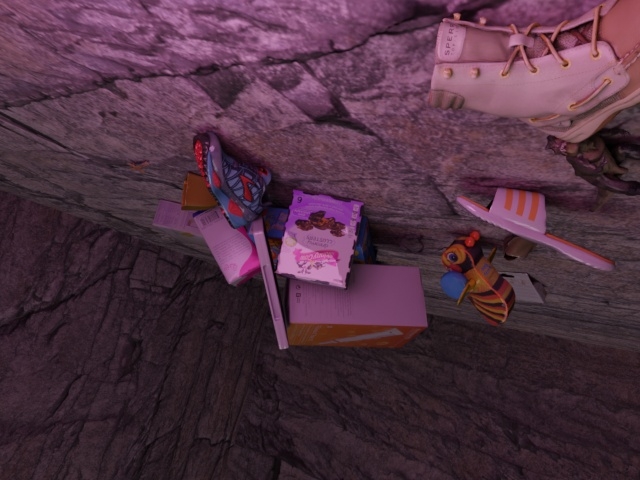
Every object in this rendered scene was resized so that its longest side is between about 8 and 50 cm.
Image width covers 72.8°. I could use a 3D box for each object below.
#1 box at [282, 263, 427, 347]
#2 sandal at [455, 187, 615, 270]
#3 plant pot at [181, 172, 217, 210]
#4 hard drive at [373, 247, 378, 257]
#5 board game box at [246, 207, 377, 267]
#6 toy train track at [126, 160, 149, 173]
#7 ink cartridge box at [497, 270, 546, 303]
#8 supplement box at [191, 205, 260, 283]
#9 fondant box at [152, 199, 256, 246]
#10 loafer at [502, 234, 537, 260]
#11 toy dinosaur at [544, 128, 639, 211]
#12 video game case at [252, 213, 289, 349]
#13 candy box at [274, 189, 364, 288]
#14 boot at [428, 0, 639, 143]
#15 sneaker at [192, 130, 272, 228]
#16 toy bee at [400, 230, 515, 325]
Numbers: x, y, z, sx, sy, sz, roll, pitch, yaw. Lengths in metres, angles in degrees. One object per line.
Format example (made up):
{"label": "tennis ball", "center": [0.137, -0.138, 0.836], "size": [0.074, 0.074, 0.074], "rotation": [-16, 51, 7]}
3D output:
{"label": "box", "center": [0.077, 0.178, 1.164], "size": [0.345, 0.168, 0.215], "rotation": [3, 152, -8]}
{"label": "sandal", "center": [0.354, -0.036, 0.707], "size": [0.265, 0.076, 0.102], "rotation": [24, -169, 8]}
{"label": "plant pot", "center": [-0.300, -0.116, 1.091], "size": [0.083, 0.081, 0.081], "rotation": [6, 172, -24]}
{"label": "hard drive", "center": [0.005, 0.031, 1.462], "size": [0.339, 0.064, 0.237], "rotation": [13, 168, -1]}
{"label": "board game box", "center": [-0.009, 0.028, 1.219], "size": [0.308, 0.086, 0.302], "rotation": [6, 156, 16]}
{"label": "toy train track", "center": [-0.447, -0.188, 1.077], "size": [0.083, 0.014, 0.048], "rotation": [-5, 152, 42]}
{"label": "ink cartridge box", "center": [0.597, 0.128, 1.343], "size": [0.145, 0.045, 0.179], "rotation": [3, 146, 45]}
{"label": "supplement box", "center": [-0.252, 0.007, 1.222], "size": [0.111, 0.220, 0.114], "rotation": [-29, 170, -6]}
{"label": "fondant box", "center": [-0.382, -0.033, 1.527], "size": [0.330, 0.096, 0.238], "rotation": [12, 168, 4]}
{"label": "loafer", "center": [0.423, 0.011, 0.913], "size": [0.056, 0.050, 0.148], "rotation": [11, 168, 12]}
{"label": "toy dinosaur", "center": [0.365, -0.084, 0.526], "size": [0.118, 0.064, 0.268], "rotation": [11, 172, 45]}
{"label": "video game case", "center": [-0.119, 0.082, 1.021], "size": [0.025, 0.285, 0.204], "rotation": [-11, -160, -5]}
{"label": "candy box", "center": [0.000, 0.000, 0.983], "size": [0.165, 0.196, 0.070], "rotation": [11, 170, 6]}
{"label": "boot", "center": [0.178, -0.157, 0.352], "size": [0.165, 0.077, 0.213], "rotation": [15, 169, 7]}
{"label": "sneaker", "center": [-0.166, -0.133, 0.870], "size": [0.125, 0.104, 0.262], "rotation": [-25, 153, -6]}
{"label": "toy bee", "center": [0.339, 0.064, 1.006], "size": [0.298, 0.195, 0.162], "rotation": [25, 143, -2]}
